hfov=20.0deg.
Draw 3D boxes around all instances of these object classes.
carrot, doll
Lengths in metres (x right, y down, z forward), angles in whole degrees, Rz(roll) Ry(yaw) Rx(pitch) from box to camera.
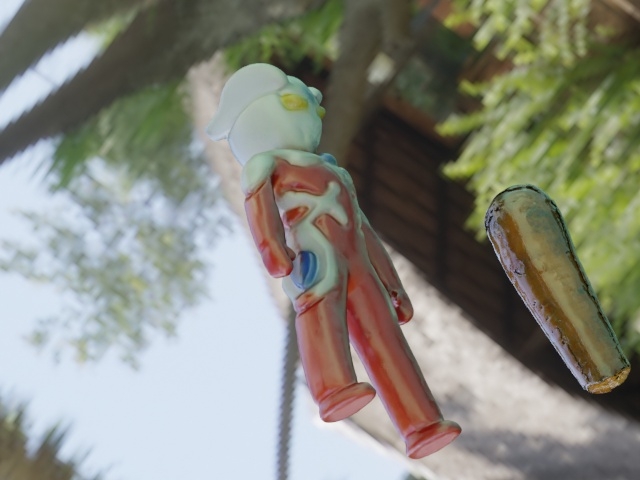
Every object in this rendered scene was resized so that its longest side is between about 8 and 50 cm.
[{"bbox_3d":[0.164,0.033,1.260,0.055,0.055,0.161,18,-137,-54],"label":"carrot"},{"bbox_3d":[0.000,0.000,1.517,0.188,0.099,0.384,27,-148,-52],"label":"doll"}]
